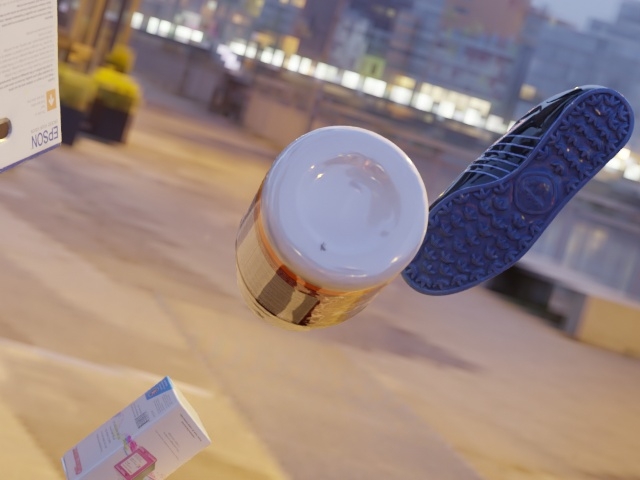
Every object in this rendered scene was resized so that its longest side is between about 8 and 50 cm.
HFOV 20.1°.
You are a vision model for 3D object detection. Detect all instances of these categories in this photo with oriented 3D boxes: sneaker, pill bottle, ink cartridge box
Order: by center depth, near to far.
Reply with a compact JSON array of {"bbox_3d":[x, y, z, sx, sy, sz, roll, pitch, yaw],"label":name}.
[{"bbox_3d":[0.000,0.000,1.362,0.121,0.121,0.221,16,-16,-6],"label":"pill bottle"},{"bbox_3d":[0.158,-0.041,1.488,0.081,0.232,0.090,51,0,-7],"label":"sneaker"},{"bbox_3d":[-0.166,0.186,1.613,0.052,0.122,0.088,55,-3,-16],"label":"ink cartridge box"},{"bbox_3d":[-0.364,-0.225,1.820,0.071,0.330,0.324,7,16,18],"label":"ink cartridge box"}]
